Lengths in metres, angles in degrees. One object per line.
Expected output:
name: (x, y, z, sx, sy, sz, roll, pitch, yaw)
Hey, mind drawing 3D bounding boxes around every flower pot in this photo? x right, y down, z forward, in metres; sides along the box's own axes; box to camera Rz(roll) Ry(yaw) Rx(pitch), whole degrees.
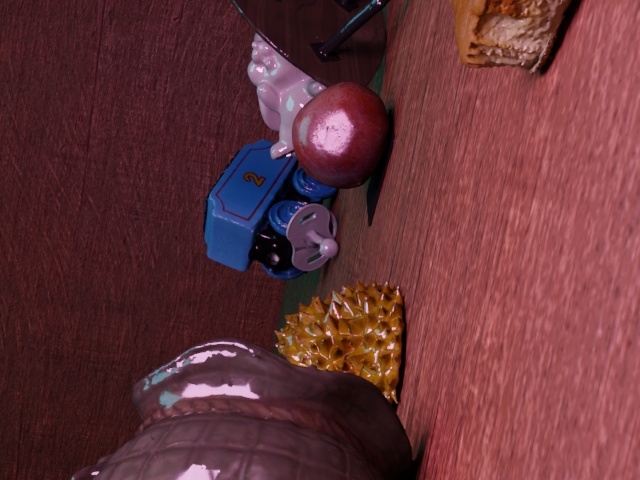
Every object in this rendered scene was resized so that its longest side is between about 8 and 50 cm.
flower pot: (-0.067, 0.245, 0.647, 0.301, 0.302, 0.213, 106, 178, -48)

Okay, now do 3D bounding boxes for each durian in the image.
durian: (0.038, 0.118, 0.871, 0.132, 0.165, 0.182, 62, -149, -12)

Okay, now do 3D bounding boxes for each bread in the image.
bread: (0.134, -0.192, 0.518, 0.140, 0.069, 0.128, 105, 172, -48)

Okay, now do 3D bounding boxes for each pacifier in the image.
pacifier: (0.000, 0.000, 1.540, 0.117, 0.127, 0.150, 29, 133, 47)

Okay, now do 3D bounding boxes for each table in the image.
table: (0.023, -0.450, 1.219, 0.249, 0.317, 0.317, 128, 155, -47)

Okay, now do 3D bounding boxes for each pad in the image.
pad: (0.090, -0.110, 1.174, 0.112, 0.003, 0.157, -87, 9, -57)

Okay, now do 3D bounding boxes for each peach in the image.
peach: (0.039, -0.146, 1.141, 0.152, 0.152, 0.152, -170, 90, -85)

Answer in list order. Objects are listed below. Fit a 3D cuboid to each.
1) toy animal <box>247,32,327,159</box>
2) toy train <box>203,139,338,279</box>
toy animal: (-0.025, -0.315, 1.562, 0.174, 0.249, 0.289, -32, -59, -54)
toy train: (-0.113, -0.074, 1.729, 0.188, 0.265, 0.300, 104, -171, -45)
